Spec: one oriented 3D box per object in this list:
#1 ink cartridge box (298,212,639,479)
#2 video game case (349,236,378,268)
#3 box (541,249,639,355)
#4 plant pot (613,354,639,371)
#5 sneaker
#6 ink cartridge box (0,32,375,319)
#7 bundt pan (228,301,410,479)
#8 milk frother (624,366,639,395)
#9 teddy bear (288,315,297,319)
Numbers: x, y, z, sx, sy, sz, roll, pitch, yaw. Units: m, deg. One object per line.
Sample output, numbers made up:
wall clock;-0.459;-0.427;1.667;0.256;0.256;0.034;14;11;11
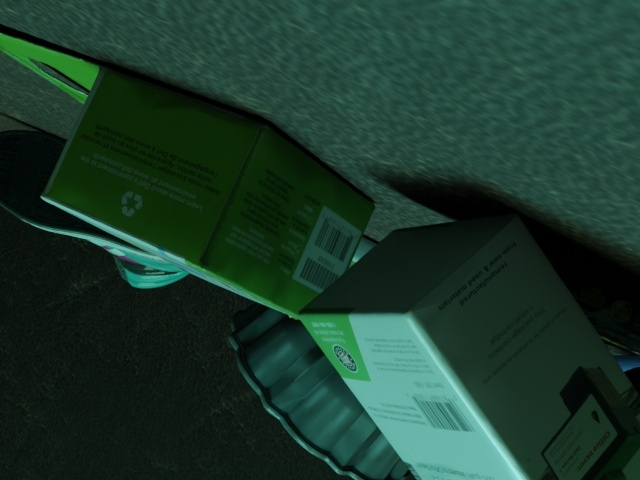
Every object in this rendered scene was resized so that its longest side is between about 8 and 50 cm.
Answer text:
ink cartridge box;0.106;0.102;0.848;0.219;0.092;0.160;54;160;-12
video game case;0.000;0.000;1.342;0.227;0.026;0.206;27;175;-25
box;0.165;0.038;0.900;0.137;0.027;0.094;24;174;-1
plant pot;0.244;0.223;1.153;0.236;0.236;0.212;-4;164;43
sneaker;-0.253;-0.033;1.723;0.295;0.124;0.178;22;166;12
ink cartridge box;-0.118;-0.044;0.972;0.255;0.097;0.189;21;175;27
bundt pan;0.039;0.174;1.981;0.331;0.124;0.331;38;-160;-16
milk frother;0.245;0.119;0.943;0.143;0.129;0.135;45;174;0
teddy bear;0.081;0.101;1.743;0.338;0.113;0.245;35;163;-31
